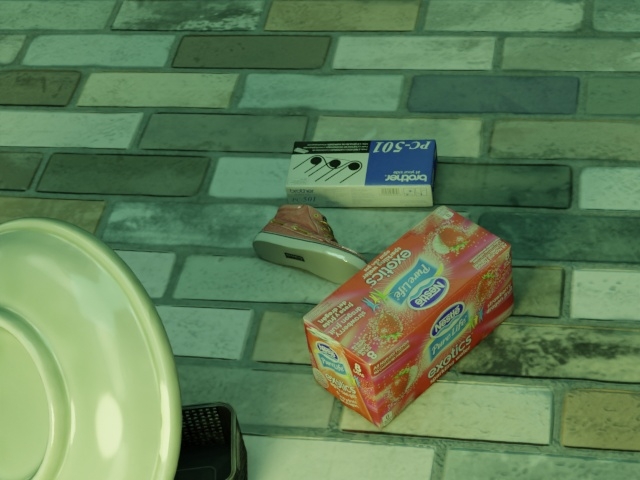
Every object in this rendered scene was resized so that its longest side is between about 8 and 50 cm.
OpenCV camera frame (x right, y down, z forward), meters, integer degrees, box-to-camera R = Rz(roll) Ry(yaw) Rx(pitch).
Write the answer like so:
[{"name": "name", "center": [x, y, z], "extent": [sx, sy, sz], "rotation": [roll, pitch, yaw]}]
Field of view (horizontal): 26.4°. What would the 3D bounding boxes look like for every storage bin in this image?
[{"name": "storage bin", "center": [-0.180, 0.268, 1.597], "extent": [0.180, 0.084, 0.122], "rotation": [-8, 45, 4]}]

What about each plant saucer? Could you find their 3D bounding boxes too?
[{"name": "plant saucer", "center": [-0.332, 0.175, 1.508], "extent": [0.401, 0.400, 0.101], "rotation": [25, 19, 31]}]

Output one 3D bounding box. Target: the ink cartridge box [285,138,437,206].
[{"name": "ink cartridge box", "center": [0.060, -0.096, 1.946], "extent": [0.207, 0.046, 0.097], "rotation": [0, 46, 10]}]

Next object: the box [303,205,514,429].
[{"name": "box", "center": [0.113, 0.091, 1.689], "extent": [0.257, 0.128, 0.123], "rotation": [-38, 50, -26]}]

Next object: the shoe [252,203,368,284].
[{"name": "shoe", "center": [0.000, 0.000, 1.846], "extent": [0.178, 0.063, 0.081], "rotation": [14, 54, 29]}]
